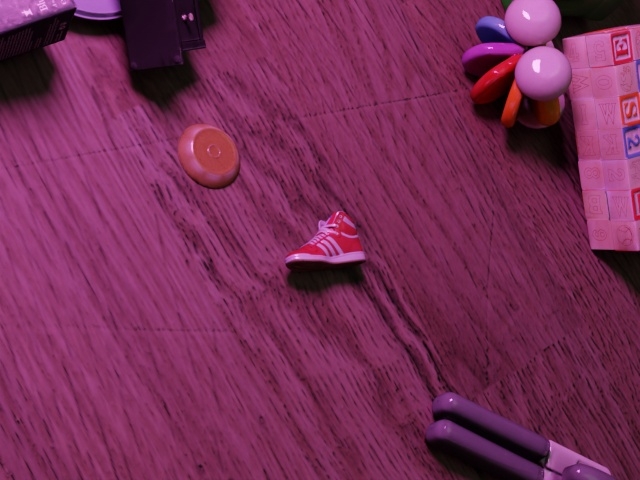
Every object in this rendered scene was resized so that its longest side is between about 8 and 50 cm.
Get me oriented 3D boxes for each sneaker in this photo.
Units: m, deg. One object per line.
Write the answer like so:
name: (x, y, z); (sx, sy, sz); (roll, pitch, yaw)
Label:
sneaker: (0.000, 0.000, 1.678); (0.118, 0.042, 0.067); (-2, 75, -43)

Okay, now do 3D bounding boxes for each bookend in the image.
bookend: (-0.163, -0.287, 1.651); (0.156, 0.072, 0.157); (-23, 107, -61)

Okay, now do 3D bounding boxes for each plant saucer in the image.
plant saucer: (-0.128, -0.102, 1.654); (0.083, 0.015, 0.083); (13, 64, -29)

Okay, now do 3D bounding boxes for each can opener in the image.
can opener: (0.259, 0.262, 1.715); (0.280, 0.093, 0.074); (26, 59, -17)

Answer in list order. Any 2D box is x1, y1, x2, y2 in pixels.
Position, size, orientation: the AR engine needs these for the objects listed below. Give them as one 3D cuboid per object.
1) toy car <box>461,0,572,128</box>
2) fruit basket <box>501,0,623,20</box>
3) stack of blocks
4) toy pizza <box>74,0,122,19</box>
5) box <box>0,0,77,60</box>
toy car: (0.262, -0.237, 1.911); (0.136, 0.159, 0.182); (-8, 72, 2)
fruit basket: (0.395, -0.519, 2.049); (0.392, 0.283, 0.392); (4, 74, -15)
stack of blocks: (0.441, -0.148, 1.946); (0.171, 0.087, 0.297); (-17, 102, -37)
toy pizza: (-0.284, -0.344, 1.643); (0.201, 0.032, 0.201); (15, 62, -30)
box: (-0.367, -0.273, 1.497); (0.158, 0.093, 0.156); (-24, 85, -23)
